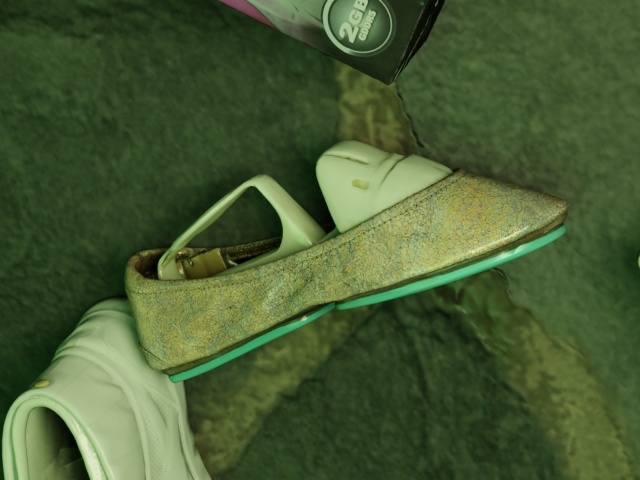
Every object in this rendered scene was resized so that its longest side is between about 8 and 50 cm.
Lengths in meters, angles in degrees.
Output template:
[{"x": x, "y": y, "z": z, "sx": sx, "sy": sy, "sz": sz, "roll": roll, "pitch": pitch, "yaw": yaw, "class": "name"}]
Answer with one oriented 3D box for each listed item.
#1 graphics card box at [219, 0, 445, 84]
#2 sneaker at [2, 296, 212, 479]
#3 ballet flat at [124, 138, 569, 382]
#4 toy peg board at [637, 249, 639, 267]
[{"x": -0.070, "y": -0.274, "z": 1.103, "sx": 0.371, "sy": 0.094, "sz": 0.233, "roll": 27, "pitch": 122, "yaw": 4, "class": "graphics card box"}, {"x": -0.137, "y": 0.205, "z": 1.306, "sx": 0.108, "sy": 0.169, "sz": 0.293, "roll": -10, "pitch": 109, "yaw": 23, "class": "sneaker"}, {"x": 0.000, "y": 0.000, "z": 1.205, "sx": 0.316, "sy": 0.107, "sz": 0.106, "roll": -21, "pitch": 95, "yaw": 26, "class": "ballet flat"}, {"x": 0.293, "y": 0.030, "z": 1.124, "sx": 0.160, "sy": 0.079, "sz": 0.161, "roll": -30, "pitch": 98, "yaw": 13, "class": "toy peg board"}]
